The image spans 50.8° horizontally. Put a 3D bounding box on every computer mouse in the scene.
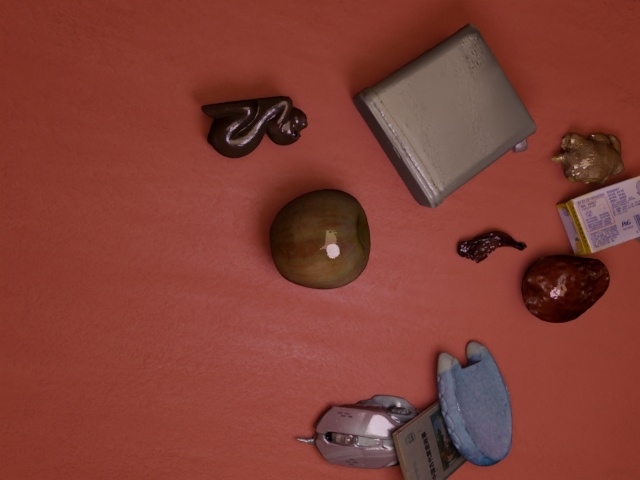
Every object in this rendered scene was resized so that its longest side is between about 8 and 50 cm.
[{"bbox_3d":[0.131,0.527,1.823,0.389,0.115,0.199,2,90,-11],"label":"computer mouse"}]

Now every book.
[{"bbox_3d":[0.314,0.554,1.831,0.283,0.025,0.214,-24,102,-41],"label":"book"}]

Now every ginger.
[{"bbox_3d":[0.749,-0.230,1.889,0.216,0.102,0.157,-3,87,-10],"label":"ginger"}]

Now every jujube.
[{"bbox_3d":[0.682,0.126,1.868,0.255,0.190,0.190,-15,96,-18],"label":"jujube"}]

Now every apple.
[{"bbox_3d":[0.000,0.000,1.704,0.234,0.257,0.256,-12,97,21],"label":"apple"}]

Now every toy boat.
[{"bbox_3d":[0.411,0.453,1.858,0.215,0.123,0.329,-14,84,-38],"label":"toy boat"}]

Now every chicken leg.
[{"bbox_3d":[0.479,0.012,1.884,0.205,0.053,0.093,-12,119,-3],"label":"chicken leg"}]

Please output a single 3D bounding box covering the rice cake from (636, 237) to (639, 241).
[{"bbox_3d":[1.009,0.032,1.989,0.211,0.034,0.043,38,78,-10],"label":"rice cake"}]

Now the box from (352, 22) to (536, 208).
[{"bbox_3d":[0.321,-0.323,1.759,0.344,0.177,0.352,-35,99,-3],"label":"box"}]

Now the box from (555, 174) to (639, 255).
[{"bbox_3d":[0.825,-0.074,1.900,0.265,0.097,0.168,-20,84,-9],"label":"box"}]

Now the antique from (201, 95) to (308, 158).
[{"bbox_3d":[-0.162,-0.290,1.711,0.257,0.121,0.143,-11,103,-9],"label":"antique"}]

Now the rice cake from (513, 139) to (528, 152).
[{"bbox_3d":[0.526,-0.341,1.876,0.047,0.036,0.206,-23,98,6],"label":"rice cake"}]
